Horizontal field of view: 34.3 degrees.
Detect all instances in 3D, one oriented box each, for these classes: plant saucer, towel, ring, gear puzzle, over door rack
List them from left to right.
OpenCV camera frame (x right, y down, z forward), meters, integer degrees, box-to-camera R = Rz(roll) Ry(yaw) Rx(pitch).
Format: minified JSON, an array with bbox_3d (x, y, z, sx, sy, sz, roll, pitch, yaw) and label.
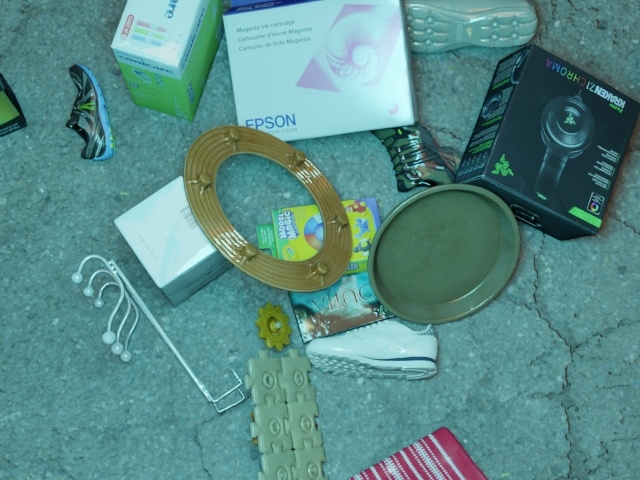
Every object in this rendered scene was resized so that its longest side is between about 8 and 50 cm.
[{"bbox_3d":[-0.276,0.177,1.725,0.324,0.239,0.108,41,78,6],"label":"over door rack"},{"bbox_3d":[-0.077,-0.063,1.734,0.336,0.032,0.337,24,45,-26],"label":"ring"},{"bbox_3d":[-0.075,0.272,1.773,0.044,0.175,0.339,-18,75,38],"label":"gear puzzle"},{"bbox_3d":[0.151,0.444,1.742,0.274,0.031,0.199,-26,51,-14],"label":"towel"},{"bbox_3d":[0.212,0.021,1.810,0.277,0.041,0.278,-6,120,-11],"label":"plant saucer"}]

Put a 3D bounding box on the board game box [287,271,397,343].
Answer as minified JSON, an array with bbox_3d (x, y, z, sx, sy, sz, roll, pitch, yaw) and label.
[{"bbox_3d":[0.040,0.101,1.866,0.186,0.026,0.126,-16,79,-6],"label":"board game box"}]

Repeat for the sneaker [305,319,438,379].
[{"bbox_3d":[0.090,0.188,1.830,0.235,0.090,0.095,5,66,-6],"label":"sneaker"}]

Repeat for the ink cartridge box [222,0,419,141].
[{"bbox_3d":[-0.006,-0.349,1.845,0.324,0.071,0.330,-7,98,15],"label":"ink cartridge box"}]

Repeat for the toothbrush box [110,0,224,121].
[{"bbox_3d":[-0.259,-0.359,1.818,0.122,0.283,0.206,17,79,0],"label":"toothbrush box"}]

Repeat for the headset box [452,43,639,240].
[{"bbox_3d":[0.401,-0.161,1.857,0.246,0.131,0.283,26,78,-14],"label":"headset box"}]

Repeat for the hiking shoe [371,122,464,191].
[{"bbox_3d":[0.161,-0.150,1.894,0.226,0.086,0.114,33,75,3],"label":"hiking shoe"}]

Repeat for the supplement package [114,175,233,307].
[{"bbox_3d":[-0.242,0.008,1.760,0.133,0.244,0.139,-35,83,-8],"label":"supplement package"}]

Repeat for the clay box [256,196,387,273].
[{"bbox_3d":[0.000,0.000,1.856,0.221,0.053,0.128,-8,61,-5],"label":"clay box"}]

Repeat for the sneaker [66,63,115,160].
[{"bbox_3d":[-0.430,-0.236,1.893,0.078,0.067,0.188,-14,82,-12],"label":"sneaker"}]

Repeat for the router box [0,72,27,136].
[{"bbox_3d":[-0.687,-0.209,1.786,0.308,0.243,0.081,-24,80,-7],"label":"router box"}]

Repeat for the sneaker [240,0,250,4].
[{"bbox_3d":[-0.077,-0.554,1.975,0.136,0.116,0.314,30,82,31],"label":"sneaker"}]

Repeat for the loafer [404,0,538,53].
[{"bbox_3d":[0.247,-0.422,1.957,0.319,0.112,0.111,2,42,-1],"label":"loafer"}]
